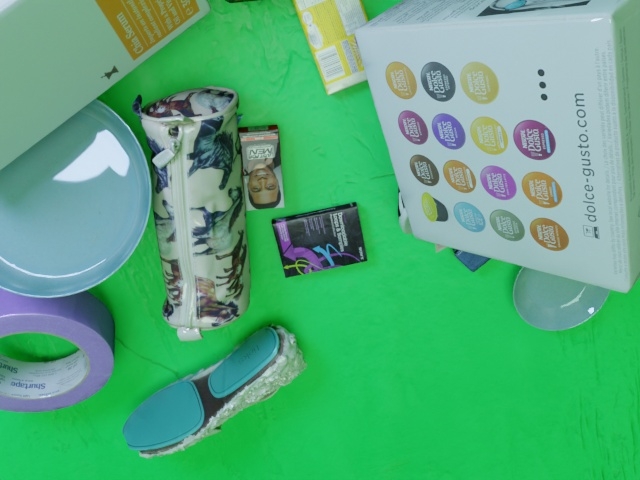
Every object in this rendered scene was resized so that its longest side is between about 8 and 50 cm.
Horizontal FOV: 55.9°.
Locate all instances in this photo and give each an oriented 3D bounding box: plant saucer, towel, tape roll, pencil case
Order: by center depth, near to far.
[{"bbox_3d":[-0.411,-0.073,0.915,0.317,0.044,0.317,0,93,-1],"label":"plant saucer"},{"bbox_3d":[-0.205,-0.040,1.006,0.160,0.183,0.410,10,118,18],"label":"pencil case"},{"bbox_3d":[-0.520,0.197,1.100,0.275,0.090,0.275,-9,133,-10],"label":"tape roll"},{"bbox_3d":[0.314,0.003,1.145,0.119,0.029,0.067,-42,109,13],"label":"towel"},{"bbox_3d":[0.468,0.085,1.184,0.195,0.037,0.195,-1,112,-3],"label":"plant saucer"}]

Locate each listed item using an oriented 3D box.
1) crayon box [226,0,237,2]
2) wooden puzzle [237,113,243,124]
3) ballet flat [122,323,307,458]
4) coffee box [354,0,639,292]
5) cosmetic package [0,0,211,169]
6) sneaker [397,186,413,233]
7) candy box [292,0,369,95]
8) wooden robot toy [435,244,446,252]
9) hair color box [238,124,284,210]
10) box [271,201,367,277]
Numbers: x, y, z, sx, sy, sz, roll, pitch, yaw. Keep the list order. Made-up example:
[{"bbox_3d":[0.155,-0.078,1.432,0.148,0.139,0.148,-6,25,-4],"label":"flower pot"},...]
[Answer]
[{"bbox_3d":[-0.074,-0.497,0.864,0.165,0.081,0.278,-5,108,1],"label":"crayon box"},{"bbox_3d":[-0.198,-0.207,1.035,0.116,0.014,0.078,18,115,-10],"label":"wooden puzzle"},{"bbox_3d":[-0.198,0.321,1.203,0.409,0.147,0.147,-33,111,10],"label":"ballet flat"},{"bbox_3d":[0.309,-0.193,0.806,0.338,0.334,0.337,-40,126,-28],"label":"coffee box"},{"bbox_3d":[-0.385,-0.283,0.782,0.453,0.230,0.161,-40,76,-7],"label":"cosmetic package"},{"bbox_3d":[0.166,-0.114,1.065,0.079,0.121,0.217,-14,148,-10],"label":"sneaker"},{"bbox_3d":[0.024,-0.351,0.977,0.105,0.027,0.206,-21,112,4],"label":"candy box"},{"bbox_3d":[0.257,-0.057,1.097,0.173,0.076,0.079,-40,99,13],"label":"wooden robot toy"},{"bbox_3d":[-0.103,-0.127,1.056,0.072,0.043,0.141,-6,114,-6],"label":"hair color box"},{"bbox_3d":[0.000,0.000,1.126,0.162,0.029,0.116,-13,113,1],"label":"box"}]
